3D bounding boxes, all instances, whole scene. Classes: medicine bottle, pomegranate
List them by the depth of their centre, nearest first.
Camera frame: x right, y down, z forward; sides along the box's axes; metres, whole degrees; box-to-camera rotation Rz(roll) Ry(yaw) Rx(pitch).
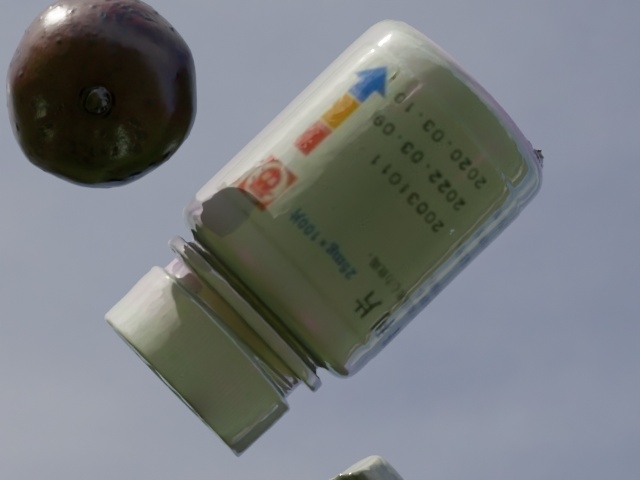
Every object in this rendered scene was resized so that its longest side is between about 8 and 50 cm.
[{"bbox_3d":[-0.144,-0.110,1.317,0.129,0.159,0.129,-3,-50,-4],"label":"pomegranate"},{"bbox_3d":[0.000,0.000,1.365,0.170,0.293,0.170,46,-5,6],"label":"medicine bottle"}]

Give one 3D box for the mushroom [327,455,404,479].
[{"bbox_3d":[0.049,0.271,1.444,0.081,0.092,0.223,162,-87,-75],"label":"mushroom"}]
